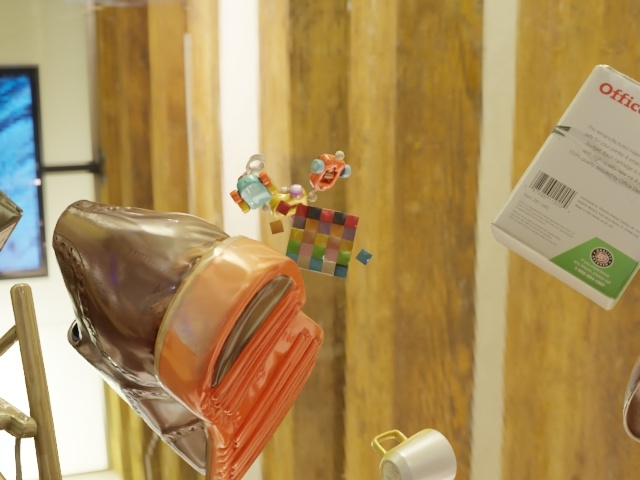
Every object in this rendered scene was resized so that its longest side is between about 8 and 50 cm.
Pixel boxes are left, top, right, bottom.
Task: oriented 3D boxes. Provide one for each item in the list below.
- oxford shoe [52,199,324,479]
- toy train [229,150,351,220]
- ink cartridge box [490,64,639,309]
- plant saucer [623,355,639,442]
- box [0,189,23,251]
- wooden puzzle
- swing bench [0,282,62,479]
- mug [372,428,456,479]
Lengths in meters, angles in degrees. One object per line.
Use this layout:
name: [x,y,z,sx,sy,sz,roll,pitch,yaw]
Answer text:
oxford shoe: [-0.084,0.070,0.739,0.130,0.132,0.364,-56,166,-22]
toy train: [-0.048,-0.087,1.514,0.125,0.166,0.046,-61,-138,32]
ink cartridge box: [0.316,-0.059,1.233,0.219,0.160,0.092,-55,164,-3]
plant saucer: [0.338,0.100,0.946,0.199,0.198,0.036,104,-31,-41]
box: [-0.547,-0.031,1.130,0.318,0.395,0.097,42,-54,1]
wooden puzzle: [0.000,0.000,0.850,0.006,0.083,0.049,82,20,-83]
swing bench: [-0.311,0.173,0.815,0.165,0.253,0.255,-40,-115,24]
mug: [0.091,0.232,1.143,0.078,0.064,0.062,-5,-84,53]
